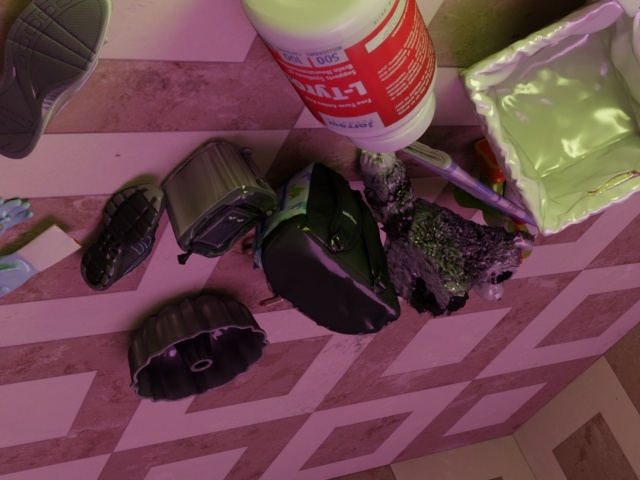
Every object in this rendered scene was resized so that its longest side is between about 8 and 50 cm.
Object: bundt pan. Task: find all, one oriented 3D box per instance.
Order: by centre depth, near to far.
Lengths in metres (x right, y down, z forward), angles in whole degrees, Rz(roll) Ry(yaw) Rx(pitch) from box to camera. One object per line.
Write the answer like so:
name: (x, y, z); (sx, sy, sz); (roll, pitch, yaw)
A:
bundt pan: (-0.292, 0.236, 2.288); (0.330, 0.124, 0.331); (-20, 152, -11)

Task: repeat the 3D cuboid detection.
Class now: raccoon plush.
raccoon plush: (0.287, -0.049, 2.098); (0.299, 0.216, 0.446); (-34, 125, -29)

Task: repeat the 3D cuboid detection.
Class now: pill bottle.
pill bottle: (0.051, -0.301, 1.542); (0.229, 0.229, 0.408); (-29, 151, 7)

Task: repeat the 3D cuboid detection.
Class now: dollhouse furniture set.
dollhouse furniture set: (-0.098, 0.066, 2.197); (0.129, 0.129, 0.183); (-18, -179, -12)

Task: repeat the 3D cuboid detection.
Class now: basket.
basket: (0.453, -0.237, 1.810); (0.328, 0.331, 0.266); (-28, -169, 6)

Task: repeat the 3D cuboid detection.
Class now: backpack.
backpack: (0.000, 0.000, 1.910); (0.290, 0.355, 0.273); (40, 125, -24)

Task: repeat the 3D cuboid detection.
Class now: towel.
towel: (0.301, -0.118, 2.008); (0.285, 0.209, 0.034); (28, 95, -28)

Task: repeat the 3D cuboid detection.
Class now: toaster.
toaster: (-0.194, -0.072, 1.820); (0.227, 0.146, 0.129); (-40, 148, 24)

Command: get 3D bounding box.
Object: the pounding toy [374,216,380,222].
pounding toy: (0.082, -0.018, 2.195); (0.206, 0.094, 0.181); (-31, 132, 10)

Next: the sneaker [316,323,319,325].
sneaker: (0.056, 0.098, 2.164); (0.130, 0.087, 0.227); (6, 123, -14)

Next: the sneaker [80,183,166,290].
sneaker: (-0.356, -0.017, 1.870); (0.267, 0.101, 0.106); (-47, 167, 34)

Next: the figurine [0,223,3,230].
figurine: (-0.645, -0.013, 1.624); (0.215, 0.092, 0.209); (-26, 154, 0)

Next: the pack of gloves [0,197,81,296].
pack of gloves: (-0.580, 0.010, 1.784); (0.232, 0.046, 0.195); (-32, 140, 6)

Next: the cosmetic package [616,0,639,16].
cosmetic package: (0.492, -0.515, 1.540); (0.224, 0.225, 0.138); (-38, 147, 22)

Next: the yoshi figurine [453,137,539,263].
yoshi figurine: (0.423, -0.110, 2.284); (0.203, 0.203, 0.362); (-56, 151, -32)

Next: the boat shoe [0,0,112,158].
boat shoe: (-0.385, -0.253, 1.426); (0.118, 0.103, 0.320); (30, 125, -11)
